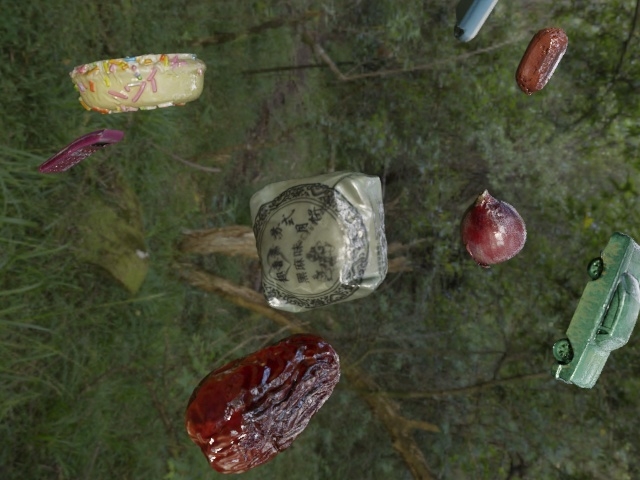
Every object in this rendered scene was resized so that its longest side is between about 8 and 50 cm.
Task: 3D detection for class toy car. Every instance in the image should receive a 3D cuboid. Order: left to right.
[{"bbox_3d":[0.576,0.149,1.216,0.141,0.097,0.321,23,90,-43],"label":"toy car"}]

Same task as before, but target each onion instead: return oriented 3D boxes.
[{"bbox_3d":[0.407,-0.041,1.439,0.195,0.159,0.159,64,31,-29],"label":"onion"}]

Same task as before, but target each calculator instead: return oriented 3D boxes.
[{"bbox_3d":[-0.563,-0.213,1.410,0.034,0.190,0.126,61,6,-7],"label":"calculator"},{"bbox_3d":[0.286,-0.437,1.012,0.121,0.039,0.210,-80,-164,-51],"label":"calculator"}]

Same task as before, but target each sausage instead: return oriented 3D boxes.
[{"bbox_3d":[0.456,-0.374,1.247,0.076,0.076,0.141,-53,165,-60],"label":"sausage"}]

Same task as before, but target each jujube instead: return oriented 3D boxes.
[{"bbox_3d":[-0.113,0.321,1.243,0.342,0.216,0.216,-30,133,-25],"label":"jujube"}]

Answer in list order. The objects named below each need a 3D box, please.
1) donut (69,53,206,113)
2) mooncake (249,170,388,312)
[{"bbox_3d":[-0.212,-0.194,0.739,0.166,0.108,0.065,-15,109,-30],"label":"donut"},{"bbox_3d":[-0.002,0.001,1.123,0.136,0.250,0.254,-12,91,-64],"label":"mooncake"}]
